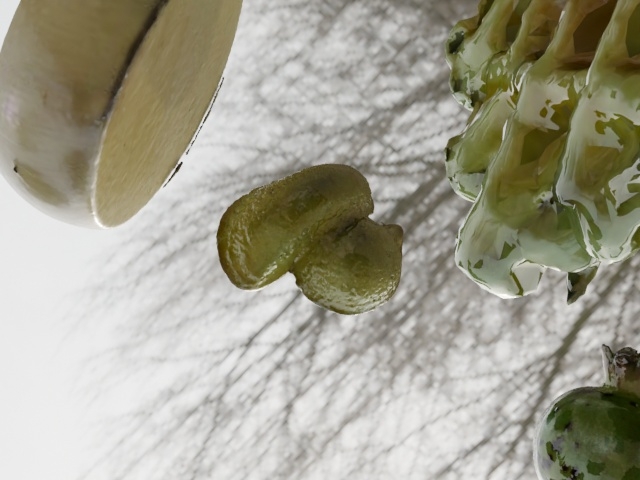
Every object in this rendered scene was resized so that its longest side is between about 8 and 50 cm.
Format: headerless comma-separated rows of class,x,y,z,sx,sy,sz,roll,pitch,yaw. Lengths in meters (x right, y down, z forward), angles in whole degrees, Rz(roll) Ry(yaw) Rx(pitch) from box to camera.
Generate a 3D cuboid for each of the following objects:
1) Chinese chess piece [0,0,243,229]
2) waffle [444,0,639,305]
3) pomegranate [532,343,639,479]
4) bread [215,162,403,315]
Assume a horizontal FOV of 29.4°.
Chinese chess piece,-0.152,-0.131,0.926,0.097,0.250,0.251,25,-161,8
waffle,0.143,-0.132,0.394,0.073,0.317,0.297,26,-130,-16
pomegranate,0.221,0.140,0.910,0.122,0.161,0.122,11,-176,-1
bread,0.000,0.000,1.107,0.188,0.065,0.149,-18,-106,-34
